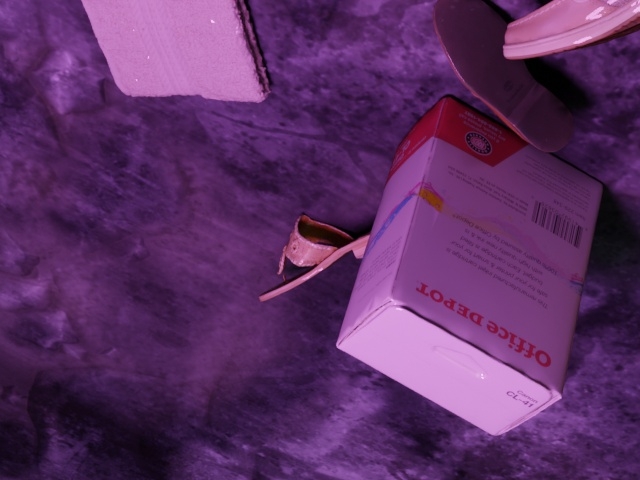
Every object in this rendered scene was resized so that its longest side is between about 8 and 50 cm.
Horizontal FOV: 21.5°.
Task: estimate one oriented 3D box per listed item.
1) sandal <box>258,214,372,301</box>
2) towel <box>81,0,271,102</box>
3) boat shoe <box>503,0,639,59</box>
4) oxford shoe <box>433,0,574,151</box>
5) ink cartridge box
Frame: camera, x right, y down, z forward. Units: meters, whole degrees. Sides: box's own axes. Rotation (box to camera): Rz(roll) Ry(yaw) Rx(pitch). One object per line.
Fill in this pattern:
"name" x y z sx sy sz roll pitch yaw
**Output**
"sandal" 0.003 -0.002 2.125 0.240 0.088 0.079 -25 94 35
"towel" -0.170 -0.258 1.874 0.187 0.049 0.282 5 142 19
"boat shoe" 0.299 -0.255 1.633 0.302 0.109 0.098 -20 89 41
"oxford shoe" 0.182 -0.180 1.803 0.212 0.076 0.076 50 175 -21
"ink cartridge box" 0.170 0.025 1.866 0.226 0.306 0.131 30 142 -13
